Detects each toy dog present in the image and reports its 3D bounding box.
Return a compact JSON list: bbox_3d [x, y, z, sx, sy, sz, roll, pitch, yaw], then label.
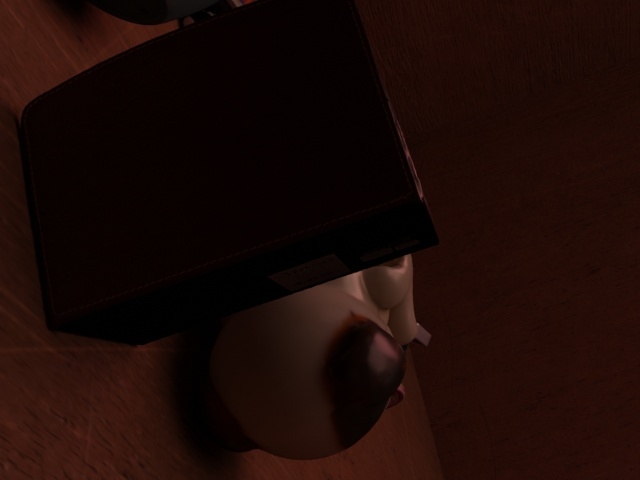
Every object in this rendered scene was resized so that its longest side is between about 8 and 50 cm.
[{"bbox_3d":[-0.021,0.046,0.860,0.395,0.285,0.407,56,19,-56],"label":"toy dog"}]

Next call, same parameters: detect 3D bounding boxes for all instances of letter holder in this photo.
[{"bbox_3d":[-0.079,-0.061,0.644,0.152,0.302,0.214,43,29,-71],"label":"letter holder"}]

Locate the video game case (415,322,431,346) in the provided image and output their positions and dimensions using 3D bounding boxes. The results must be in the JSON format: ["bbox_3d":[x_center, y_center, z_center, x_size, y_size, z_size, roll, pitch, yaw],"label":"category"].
[{"bbox_3d":[0.038,0.102,1.221,0.025,0.285,0.204,-67,163,-6],"label":"video game case"}]

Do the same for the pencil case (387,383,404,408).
[{"bbox_3d":[0.047,0.149,1.422,0.167,0.160,0.385,12,53,-40],"label":"pencil case"}]

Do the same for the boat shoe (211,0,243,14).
[{"bbox_3d":[-0.178,-0.410,1.422,0.116,0.099,0.319,31,19,-54],"label":"boat shoe"}]

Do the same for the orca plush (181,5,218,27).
[{"bbox_3d":[-0.175,-0.355,1.307,0.151,0.102,0.287,58,16,-55],"label":"orca plush"}]

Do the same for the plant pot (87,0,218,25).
[{"bbox_3d":[-0.193,-0.360,0.827,0.195,0.290,0.290,-68,157,-16],"label":"plant pot"}]

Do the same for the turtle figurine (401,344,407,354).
[{"bbox_3d":[0.014,0.162,1.210,0.175,0.234,0.118,20,-88,67],"label":"turtle figurine"}]

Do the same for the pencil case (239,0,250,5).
[{"bbox_3d":[-0.217,-0.586,1.557,0.236,0.105,0.104,53,20,-67],"label":"pencil case"}]
